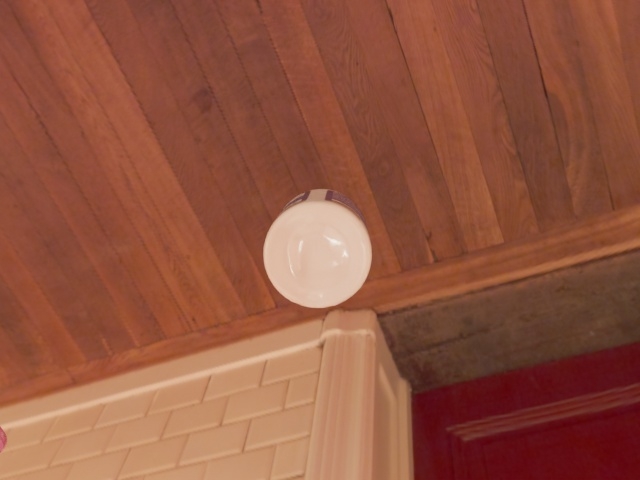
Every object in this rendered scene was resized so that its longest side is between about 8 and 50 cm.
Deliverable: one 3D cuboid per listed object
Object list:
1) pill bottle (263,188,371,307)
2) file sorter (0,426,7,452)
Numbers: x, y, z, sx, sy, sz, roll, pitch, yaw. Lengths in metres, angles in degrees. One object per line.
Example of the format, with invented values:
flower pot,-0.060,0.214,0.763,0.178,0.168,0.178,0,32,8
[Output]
pill bottle,0.000,0.000,0.462,0.067,0.120,0.067,0,99,2
file sorter,-0.387,0.205,0.444,0.202,0.291,0.182,-14,122,21
